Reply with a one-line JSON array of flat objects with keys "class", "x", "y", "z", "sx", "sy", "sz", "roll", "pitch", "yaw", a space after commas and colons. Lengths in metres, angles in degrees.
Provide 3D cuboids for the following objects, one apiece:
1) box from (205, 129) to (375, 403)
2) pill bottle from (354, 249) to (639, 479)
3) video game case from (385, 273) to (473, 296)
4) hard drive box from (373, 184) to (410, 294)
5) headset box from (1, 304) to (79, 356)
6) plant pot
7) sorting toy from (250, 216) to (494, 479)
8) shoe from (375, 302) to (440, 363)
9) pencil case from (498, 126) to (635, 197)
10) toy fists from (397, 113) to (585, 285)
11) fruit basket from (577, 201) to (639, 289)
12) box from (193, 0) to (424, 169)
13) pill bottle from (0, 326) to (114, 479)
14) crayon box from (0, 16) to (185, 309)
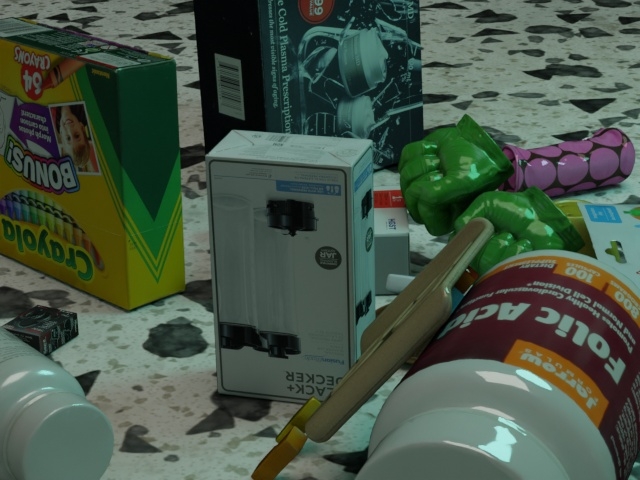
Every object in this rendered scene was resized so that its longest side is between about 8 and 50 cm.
[{"class": "box", "x": -0.029, "y": 0.033, "z": 1.705, "sx": 0.169, "sy": 0.290, "sz": 0.087, "roll": 6, "pitch": 24, "yaw": 15}, {"class": "pill bottle", "x": 0.174, "y": 0.176, "z": 1.412, "sx": 0.224, "sy": 0.224, "sz": 0.392, "roll": 6, "pitch": 23, "yaw": 20}, {"class": "video game case", "x": 0.199, "y": 0.072, "z": 1.830, "sx": 0.201, "sy": 0.023, "sz": 0.183, "roll": 7, "pitch": -6, "yaw": 22}, {"class": "hard drive box", "x": 0.000, "y": 0.000, "z": 2.055, "sx": 0.232, "sy": 0.089, "sz": 0.181, "roll": -2, "pitch": 22, "yaw": 0}, {"class": "headset box", "x": -0.342, "y": 0.111, "z": 1.880, "sx": 0.062, "sy": 0.032, "sz": 0.083, "roll": 10, "pitch": 23, "yaw": 27}, {"class": "plant pot", "x": 0.324, "y": 0.002, "z": 2.011, "sx": 0.134, "sy": 0.095, "sz": 0.134, "roll": -2, "pitch": 21, "yaw": 1}, {"class": "sorting toy", "x": 0.057, "y": 0.121, "z": 1.553, "sx": 0.041, "sy": 0.307, "sz": 0.229, "roll": 41, "pitch": 26, "yaw": -2}, {"class": "shoe", "x": 0.162, "y": 0.115, "z": 1.800, "sx": 0.219, "sy": 0.077, "sz": 0.058, "roll": 5, "pitch": -12, "yaw": 16}, {"class": "pencil case", "x": 0.357, "y": -0.116, "z": 2.314, "sx": 0.209, "sy": 0.095, "sz": 0.098, "roll": -9, "pitch": 58, "yaw": -23}, {"class": "toy fists", "x": 0.199, "y": -0.041, "z": 1.963, "sx": 0.142, "sy": 0.096, "sz": 0.279, "roll": -40, "pitch": 56, "yaw": 0}, {"class": "fruit basket", "x": 0.495, "y": 0.009, "z": 1.799, "sx": 0.353, "sy": 0.165, "sz": 0.327, "roll": 7, "pitch": 23, "yaw": -1}, {"class": "box", "x": -0.014, "y": -0.275, "z": 2.402, "sx": 0.312, "sy": 0.343, "sz": 0.179, "roll": -19, "pitch": 26, "yaw": -35}, {"class": "pill bottle", "x": -0.313, "y": 0.175, "z": 1.583, "sx": 0.131, "sy": 0.131, "sz": 0.229, "roll": -18, "pitch": 27, "yaw": -35}, {"class": "crayon box", "x": -0.333, "y": -0.111, "z": 2.057, "sx": 0.106, "sy": 0.313, "sz": 0.363, "roll": -17, "pitch": 25, "yaw": -40}]
